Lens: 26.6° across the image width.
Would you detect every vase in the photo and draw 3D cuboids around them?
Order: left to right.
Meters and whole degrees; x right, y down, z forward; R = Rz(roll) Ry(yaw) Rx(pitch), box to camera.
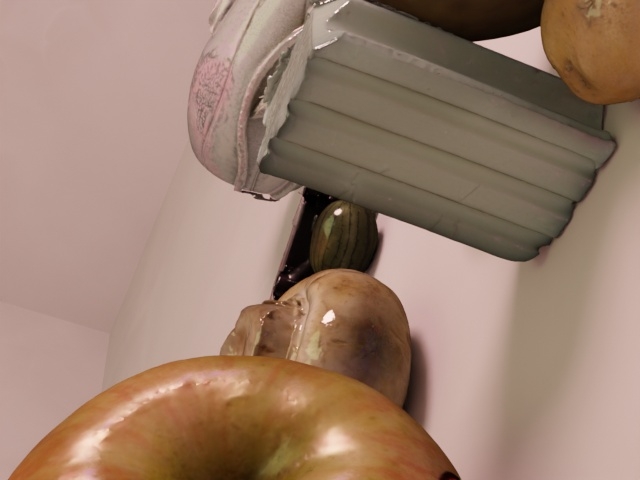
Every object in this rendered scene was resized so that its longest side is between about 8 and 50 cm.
[{"bbox_3d":[-0.034,-0.282,1.852,0.250,0.250,0.445,-90,19,-53],"label":"vase"}]

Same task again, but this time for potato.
[{"bbox_3d":[0.223,-0.159,0.988,0.147,0.112,0.112,120,163,-55],"label":"potato"}]

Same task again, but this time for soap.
[{"bbox_3d":[0.087,-0.091,1.099,0.094,0.262,0.150,-84,18,-53],"label":"soap"}]

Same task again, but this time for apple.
[{"bbox_3d":[-0.066,0.279,1.009,0.391,0.392,0.346,-95,6,-58],"label":"apple"}]

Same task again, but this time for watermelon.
[{"bbox_3d":[0.027,0.004,1.599,0.078,0.078,0.110,-114,38,-70],"label":"watermelon"}]

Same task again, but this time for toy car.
[{"bbox_3d":[0.000,0.000,1.692,0.108,0.089,0.209,-97,23,-78],"label":"toy car"}]

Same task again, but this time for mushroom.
[{"bbox_3d":[-0.008,0.142,1.353,0.255,0.184,0.254,-36,47,51],"label":"mushroom"}]

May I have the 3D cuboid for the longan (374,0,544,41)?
[{"bbox_3d":[0.126,-0.313,1.114,0.319,0.319,0.318,-162,90,-76],"label":"longan"}]
